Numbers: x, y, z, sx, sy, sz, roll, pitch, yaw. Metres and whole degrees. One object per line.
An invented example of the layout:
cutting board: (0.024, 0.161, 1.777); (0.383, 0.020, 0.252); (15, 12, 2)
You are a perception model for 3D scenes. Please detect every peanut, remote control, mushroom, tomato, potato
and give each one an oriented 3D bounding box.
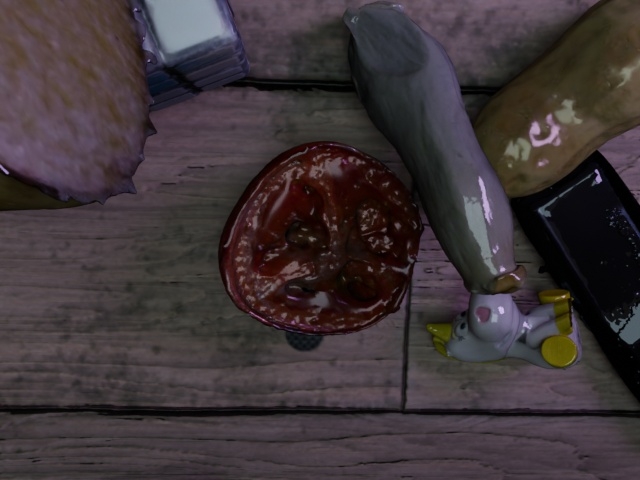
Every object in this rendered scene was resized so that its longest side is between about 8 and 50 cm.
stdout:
peanut: (0.287, -0.163, 0.682); (0.318, 0.147, 0.148); (-38, 98, 3)
remote control: (0.383, 0.081, 0.766); (0.144, 0.062, 0.399); (-36, 98, 3)
mushroom: (0.115, -0.103, 0.651); (0.097, 0.109, 0.352); (-15, 67, -11)
tomato: (-0.002, 0.000, 0.719); (0.227, 0.101, 0.228); (-2, 106, -8)
potato: (-0.280, -0.125, 0.372); (0.237, 0.301, 0.289); (-21, 66, 21)

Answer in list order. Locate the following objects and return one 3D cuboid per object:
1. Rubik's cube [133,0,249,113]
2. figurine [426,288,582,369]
Rubik's cube: (-0.226, -0.244, 0.589); (0.258, 0.256, 0.254); (-19, 99, 1)
figurine: (0.214, 0.110, 0.741); (0.177, 0.109, 0.130); (5, 142, 2)
